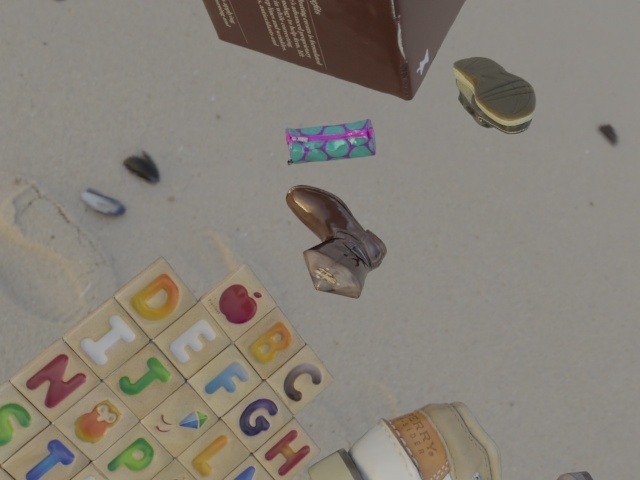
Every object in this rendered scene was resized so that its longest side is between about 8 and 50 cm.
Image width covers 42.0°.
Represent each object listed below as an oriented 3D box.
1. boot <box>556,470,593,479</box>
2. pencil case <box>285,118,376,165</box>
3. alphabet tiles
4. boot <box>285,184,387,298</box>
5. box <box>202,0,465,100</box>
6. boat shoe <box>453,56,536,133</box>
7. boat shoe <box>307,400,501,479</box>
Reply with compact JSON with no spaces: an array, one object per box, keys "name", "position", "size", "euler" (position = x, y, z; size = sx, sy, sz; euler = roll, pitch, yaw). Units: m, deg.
[{"name":"boot","position":[0.466,0.465,1.478],"size":[0.087,0.042,0.118],"euler":[-17,56,-29]},{"name":"pencil case","position":[0.017,-0.166,1.404],"size":[0.151,0.070,0.065],"euler":[-6,79,7]},{"name":"alphabet tiles","position":[-0.157,0.190,0.802],"size":[0.342,0.011,0.285],"euler":[-40,117,-11]},{"name":"boot","position":[0.000,0.000,0.676],"size":[0.106,0.037,0.114],"euler":[33,24,7]},{"name":"box","position":[0.013,-0.254,0.698],"size":[0.203,0.168,0.167],"euler":[22,70,19]},{"name":"boat shoe","position":[0.249,-0.198,1.195],"size":[0.080,0.073,0.223],"euler":[-15,33,-4]},{"name":"boat shoe","position":[0.104,0.229,0.522],"size":[0.103,0.302,0.113],"euler":[-31,30,-6]}]
